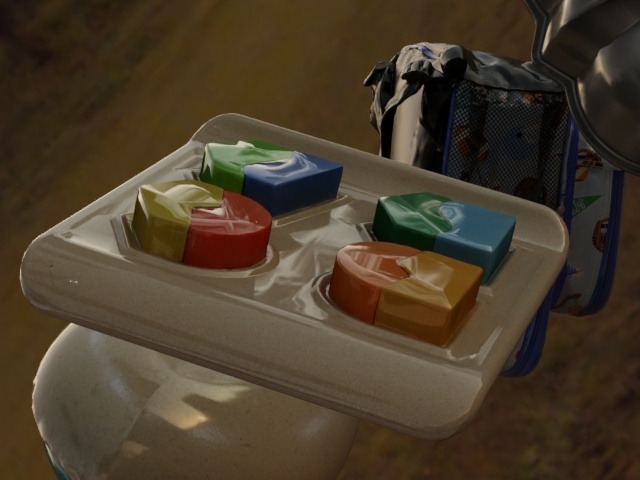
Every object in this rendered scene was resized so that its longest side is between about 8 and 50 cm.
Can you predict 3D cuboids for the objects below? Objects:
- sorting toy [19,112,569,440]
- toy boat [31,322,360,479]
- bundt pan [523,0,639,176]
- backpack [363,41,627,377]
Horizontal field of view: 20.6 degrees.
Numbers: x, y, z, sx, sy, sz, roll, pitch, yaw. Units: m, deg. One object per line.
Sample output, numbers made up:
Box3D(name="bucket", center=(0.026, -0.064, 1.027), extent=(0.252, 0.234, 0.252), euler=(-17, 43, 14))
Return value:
Box3D(name="sorting toy", center=(0.000, 0.000, 0.758), extent=(0.208, 0.193, 0.038), euler=(-48, -27, -62))
Box3D(name="toy boat", center=(-0.031, 0.152, 1.077), extent=(0.267, 0.318, 0.148), euler=(-25, -35, -62))
Box3D(name="bundt pan", center=(0.274, -0.172, 0.977), extent=(0.331, 0.331, 0.124), euler=(-45, -7, -1))
Box3D(name="backpack", center=(0.128, -0.020, 1.431), extent=(0.276, 0.213, 0.263), euler=(-117, 39, -83))
